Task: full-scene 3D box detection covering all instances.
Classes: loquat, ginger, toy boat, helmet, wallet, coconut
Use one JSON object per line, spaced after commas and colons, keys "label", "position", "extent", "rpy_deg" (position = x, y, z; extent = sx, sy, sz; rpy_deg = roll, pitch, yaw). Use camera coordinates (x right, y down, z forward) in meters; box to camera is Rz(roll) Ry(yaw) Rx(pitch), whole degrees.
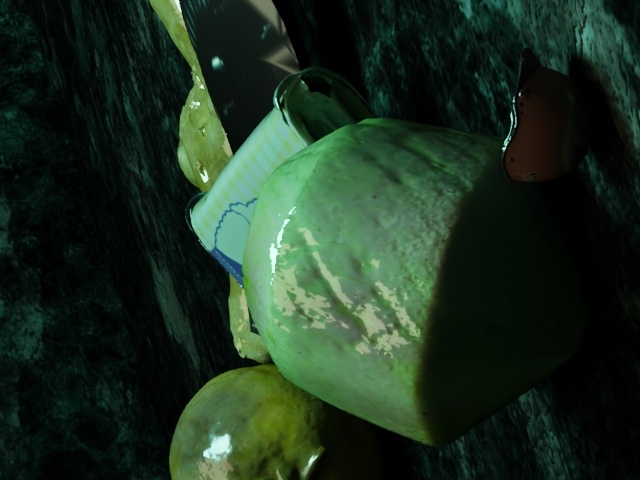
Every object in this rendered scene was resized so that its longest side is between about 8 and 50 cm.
{"label": "loquat", "position": [-0.040, 0.224, 1.829], "extent": [0.238, 0.193, 0.238], "rpy_deg": [42, 174, 5]}
{"label": "ginger", "position": [-0.079, -0.094, 1.852], "extent": [0.363, 0.122, 0.348], "rpy_deg": [98, 150, -47]}
{"label": "toy boat", "position": [-0.019, -0.116, 1.624], "extent": [0.134, 0.092, 0.299], "rpy_deg": [0, 116, 44]}
{"label": "helmet", "position": [0.142, -0.074, 1.109], "extent": [0.065, 0.049, 0.084], "rpy_deg": [16, -98, -69]}
{"label": "wallet", "position": [0.000, 0.000, 1.525], "extent": [0.223, 0.077, 0.309], "rpy_deg": [50, 155, 3]}
{"label": "coconut", "position": [0.068, 0.027, 1.232], "extent": [0.204, 0.236, 0.236], "rpy_deg": [-8, -100, -67]}

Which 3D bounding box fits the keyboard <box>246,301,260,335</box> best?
{"label": "keyboard", "position": [0.000, 0.088, 1.741], "extent": [0.198, 0.010, 0.063], "rpy_deg": [20, 127, 39]}
